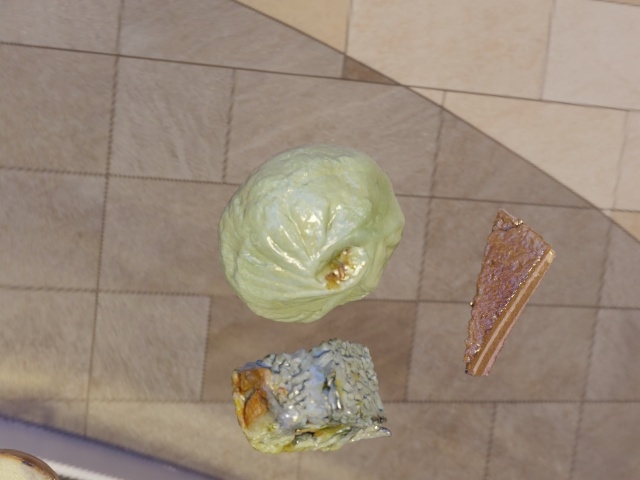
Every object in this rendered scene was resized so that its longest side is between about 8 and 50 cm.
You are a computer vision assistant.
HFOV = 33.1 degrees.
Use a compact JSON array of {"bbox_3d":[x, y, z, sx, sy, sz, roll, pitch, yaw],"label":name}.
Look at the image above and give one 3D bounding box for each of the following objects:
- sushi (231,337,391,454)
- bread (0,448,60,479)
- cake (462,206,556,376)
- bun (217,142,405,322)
[{"bbox_3d":[-0.004,0.233,1.586,0.184,0.274,0.139,-24,69,25],"label":"sushi"},{"bbox_3d":[-0.472,0.376,1.680,0.129,0.044,0.126,30,118,-11],"label":"bread"},{"bbox_3d":[0.324,0.101,1.869,0.116,0.113,0.295,28,82,-59],"label":"cake"},{"bbox_3d":[0.000,0.000,1.063,0.195,0.118,0.195,-19,126,-29],"label":"bun"}]
